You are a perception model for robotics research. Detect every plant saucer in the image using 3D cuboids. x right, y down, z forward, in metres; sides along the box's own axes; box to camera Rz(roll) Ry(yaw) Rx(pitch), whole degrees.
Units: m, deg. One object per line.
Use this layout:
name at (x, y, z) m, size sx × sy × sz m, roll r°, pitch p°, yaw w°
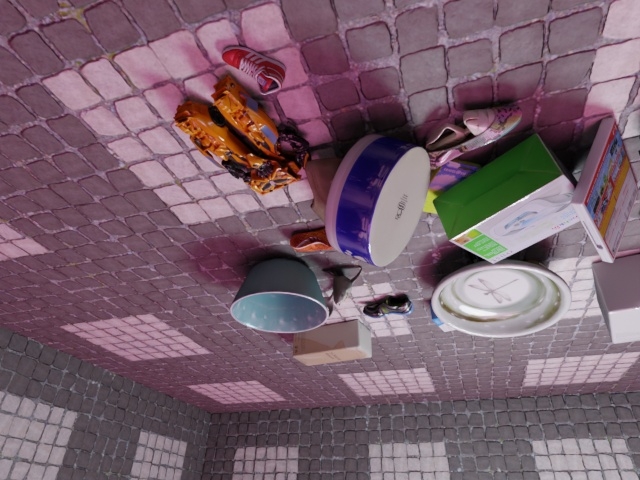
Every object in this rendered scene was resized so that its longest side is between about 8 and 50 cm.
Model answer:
plant saucer at (0.556, 0.165, 1.323) m, size 0.401 × 0.100 × 0.400 m, roll 7°, pitch 140°, yaw 6°

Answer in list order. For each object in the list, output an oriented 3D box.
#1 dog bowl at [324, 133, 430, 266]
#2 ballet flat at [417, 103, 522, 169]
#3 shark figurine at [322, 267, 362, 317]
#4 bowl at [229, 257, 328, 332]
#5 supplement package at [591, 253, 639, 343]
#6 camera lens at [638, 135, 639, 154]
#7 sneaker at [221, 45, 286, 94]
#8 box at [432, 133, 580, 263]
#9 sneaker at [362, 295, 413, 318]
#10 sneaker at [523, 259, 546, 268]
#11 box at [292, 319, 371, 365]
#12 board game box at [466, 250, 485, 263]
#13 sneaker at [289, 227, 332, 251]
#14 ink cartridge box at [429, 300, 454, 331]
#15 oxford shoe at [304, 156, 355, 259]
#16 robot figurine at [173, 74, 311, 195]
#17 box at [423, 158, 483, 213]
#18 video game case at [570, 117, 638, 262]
dog bowl at (0.126, -0.082, 0.884) m, size 0.104 × 0.264 × 0.265 m, roll 23°, pitch 157°, yaw 30°
ballet flat at (0.291, -0.219, 0.859) m, size 0.079 × 0.076 × 0.222 m, roll 32°, pitch 140°, yaw -32°
shark figurine at (0.043, 0.150, 1.420) m, size 0.116 × 0.166 × 0.278 m, roll 33°, pitch 160°, yaw -1°
bowl at (-0.127, 0.169, 1.366) m, size 0.312 × 0.163 × 0.311 m, roll 2°, pitch 146°, yaw 1°
supplement package at (0.998, 0.190, 1.339) m, size 0.178 × 0.175 × 0.293 m, roll -16°, pitch 142°, yaw 27°
camera lens at (0.775, -0.173, 0.772) m, size 0.219 × 0.219 × 0.274 m, roll 30°, pitch 137°, yaw -35°
sneaker at (-0.121, -0.303, 0.751) m, size 0.119 × 0.067 × 0.042 m, roll 12°, pitch 144°, yaw -14°
box at (0.441, -0.081, 0.966) m, size 0.231 × 0.126 × 0.262 m, roll 22°, pitch 135°, yaw -40°
sneaker at (0.248, 0.241, 1.560) m, size 0.188 × 0.067 × 0.078 m, roll -10°, pitch 123°, yaw 20°
sneaker at (0.708, 0.136, 1.350) m, size 0.064 × 0.086 × 0.192 m, roll -26°, pitch 137°, yaw 35°
box at (0.050, 0.443, 1.801) m, size 0.311 × 0.121 × 0.148 m, roll -16°, pitch 142°, yaw 24°
board game box at (0.480, 0.001, 1.214) m, size 0.126 × 0.026 × 0.186 m, roll -16°, pitch 142°, yaw 24°
sneaker at (0.000, 0.000, 1.218) m, size 0.175 × 0.064 × 0.067 m, roll -1°, pitch 166°, yaw 13°
ink cartridge box at (0.521, 0.262, 1.551) m, size 0.191 × 0.082 × 0.140 m, roll -19°, pitch 141°, yaw 29°
oxford shoe at (0.050, -0.077, 1.027) m, size 0.130 × 0.123 × 0.348 m, roll 14°, pitch 147°, yaw 21°
robot figurine at (-0.153, -0.198, 0.893) m, size 0.211 × 0.085 × 0.291 m, roll -18°, pitch 141°, yaw 28°
box at (0.303, -0.133, 1.007) m, size 0.109 × 0.042 × 0.178 m, roll 9°, pitch 144°, yaw -13°
video game case at (0.633, -0.099, 0.923) m, size 0.285 × 0.204 × 0.025 m, roll 34°, pitch 167°, yaw -39°
